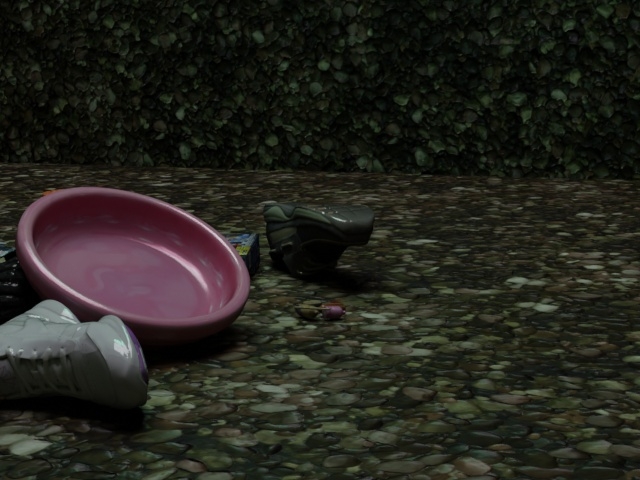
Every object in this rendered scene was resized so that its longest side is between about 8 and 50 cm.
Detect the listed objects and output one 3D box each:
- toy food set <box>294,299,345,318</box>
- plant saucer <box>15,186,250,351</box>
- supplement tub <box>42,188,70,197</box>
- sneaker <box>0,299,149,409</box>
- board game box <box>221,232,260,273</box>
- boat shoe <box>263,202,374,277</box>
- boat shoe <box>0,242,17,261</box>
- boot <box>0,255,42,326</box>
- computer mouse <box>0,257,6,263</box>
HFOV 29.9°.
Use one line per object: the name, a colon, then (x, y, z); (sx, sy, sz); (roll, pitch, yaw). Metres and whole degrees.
toy food set: (0.004, 0.106, 1.820); (0.077, 0.019, 0.122); (2, 2, 16)
plant saucer: (-0.266, 0.047, 1.682); (0.332, 0.084, 0.332); (17, 29, -10)
supplement tub: (-0.376, 0.019, 1.838); (0.117, 0.190, 0.117); (-1, 9, 0)
sneaker: (-0.305, 0.152, 1.386); (0.152, 0.114, 0.305); (-25, 18, -34)
board game box: (-0.214, 0.033, 2.136); (0.194, 0.060, 0.194); (-2, 10, 4)
boat shoe: (0.000, 0.000, 2.120); (0.132, 0.130, 0.355); (-1, 3, -20)
boat shoe: (-0.606, 0.036, 2.135); (0.083, 0.065, 0.183); (8, 13, 35)
boot: (-0.535, 0.061, 1.772); (0.260, 0.131, 0.348); (-8, 19, -6)
computer mouse: (-0.487, 0.069, 1.927); (0.042, 0.106, 0.193); (-41, 4, -5)
